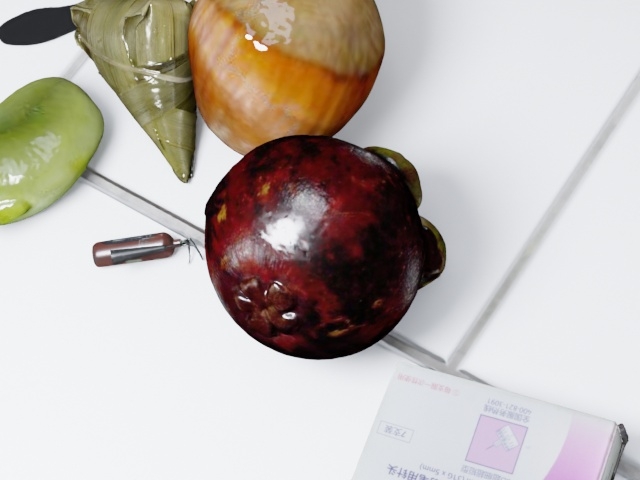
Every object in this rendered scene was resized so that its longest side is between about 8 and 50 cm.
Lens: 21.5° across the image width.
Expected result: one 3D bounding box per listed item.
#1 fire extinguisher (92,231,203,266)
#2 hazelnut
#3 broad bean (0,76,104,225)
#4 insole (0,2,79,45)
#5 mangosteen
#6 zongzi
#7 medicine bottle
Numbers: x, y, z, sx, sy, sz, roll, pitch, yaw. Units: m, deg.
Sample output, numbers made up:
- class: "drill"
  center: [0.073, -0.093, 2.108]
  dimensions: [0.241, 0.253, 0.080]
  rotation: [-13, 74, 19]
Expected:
- class: "fire extinguisher"
  center: [-0.161, 0.007, 1.541]
  dimensions: [0.100, 0.046, 0.032]
  rotation: [-8, 74, 9]
- class: "hazelnut"
  center: [-0.037, -0.172, 1.532]
  dimensions: [0.176, 0.214, 0.214]
  rotation: [23, 66, -12]
- class: "broad bean"
  center: [-0.286, -0.082, 1.591]
  dimensions: [0.174, 0.082, 0.124]
  rotation: [-38, 60, -8]
- class: "insole"
  center: [-0.261, -0.223, 1.706]
  dimensions: [0.135, 0.002, 0.045]
  rotation: [-15, 62, 4]
- class: "mangosteen"
  center: [0.000, 0.000, 1.430]
  dimensions: [0.210, 0.210, 0.209]
  rotation: [-5, 62, 9]
- class: "zongzi"
  center: [-0.176, -0.150, 1.628]
  dimensions: [0.078, 0.176, 0.160]
  rotation: [-14, 16, -33]
- class: "medicine bottle"
  center: [0.131, 0.204, 1.376]
  dimensions: [0.201, 0.052, 0.171]
  rotation: [16, 67, 20]
